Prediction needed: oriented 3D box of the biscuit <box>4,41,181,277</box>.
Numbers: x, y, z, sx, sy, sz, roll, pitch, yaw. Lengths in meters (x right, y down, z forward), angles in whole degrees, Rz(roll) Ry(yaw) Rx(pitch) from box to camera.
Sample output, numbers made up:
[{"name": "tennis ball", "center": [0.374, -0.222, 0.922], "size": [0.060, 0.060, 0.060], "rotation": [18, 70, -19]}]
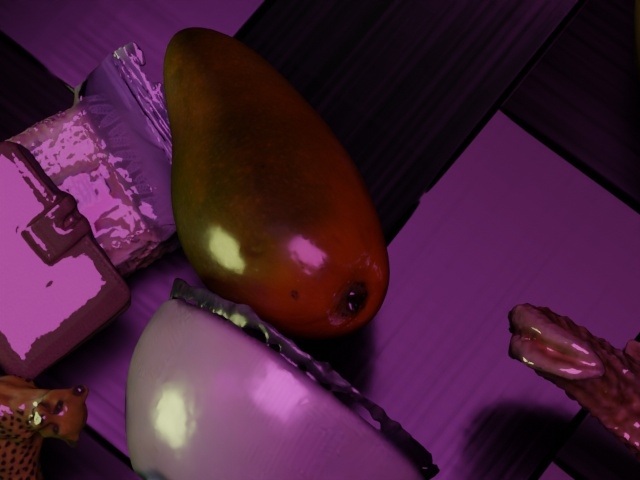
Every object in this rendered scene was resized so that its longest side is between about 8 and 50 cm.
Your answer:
[{"name": "biscuit", "center": [-0.232, -0.006, 1.285], "size": [0.309, 0.079, 0.186], "rotation": [-28, 79, -6]}]

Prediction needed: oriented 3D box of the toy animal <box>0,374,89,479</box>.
[{"name": "toy animal", "center": [-0.231, 0.162, 1.204], "size": [0.136, 0.073, 0.181], "rotation": [14, 119, 10]}]

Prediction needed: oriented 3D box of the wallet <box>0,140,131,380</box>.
[{"name": "wallet", "center": [-0.217, 0.014, 1.218], "size": [0.118, 0.039, 0.153], "rotation": [-36, 90, -5]}]

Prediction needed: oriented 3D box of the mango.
[{"name": "mango", "center": [-0.037, -0.039, 1.223], "size": [0.146, 0.129, 0.289], "rotation": [14, 37, -25]}]

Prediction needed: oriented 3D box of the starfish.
[{"name": "starfish", "center": [0.276, 0.224, 1.114], "size": [0.082, 0.324, 0.432], "rotation": [-33, 70, 23]}]

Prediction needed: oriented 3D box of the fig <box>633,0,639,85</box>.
[{"name": "fig", "center": [0.339, -0.153, 1.238], "size": [0.239, 0.239, 0.271], "rotation": [-26, 65, -7]}]

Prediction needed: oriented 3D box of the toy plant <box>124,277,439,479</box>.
[{"name": "toy plant", "center": [-0.099, 0.223, 1.142], "size": [0.247, 0.247, 0.332], "rotation": [33, 78, 10]}]
